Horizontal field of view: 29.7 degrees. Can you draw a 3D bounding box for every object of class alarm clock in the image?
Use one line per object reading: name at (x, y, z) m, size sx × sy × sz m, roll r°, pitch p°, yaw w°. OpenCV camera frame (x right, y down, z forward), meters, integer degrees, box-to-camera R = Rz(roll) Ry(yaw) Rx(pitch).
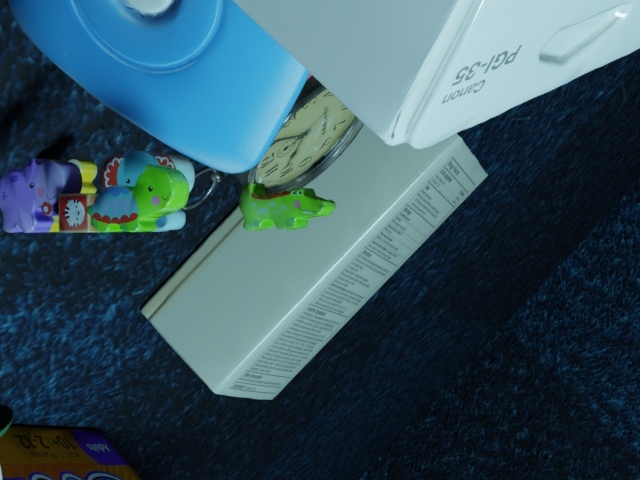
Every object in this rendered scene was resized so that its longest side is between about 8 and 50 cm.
alarm clock at (-0.037, -0.085, 0.931) m, size 0.192 × 0.064 × 0.129 m, roll -39°, pitch 161°, yaw -23°

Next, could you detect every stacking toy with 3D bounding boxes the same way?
stacking toy at (-0.013, -0.183, 0.681) m, size 0.302 × 0.175 × 0.166 m, roll -40°, pitch 163°, yaw -52°
stacking toy at (-0.127, -0.030, 0.680) m, size 0.167 × 0.221 × 0.052 m, roll -2°, pitch 92°, yaw -63°

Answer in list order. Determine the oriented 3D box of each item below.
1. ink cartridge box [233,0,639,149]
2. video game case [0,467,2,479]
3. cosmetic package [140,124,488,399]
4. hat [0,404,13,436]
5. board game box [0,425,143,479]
ink cartridge box at (0.015, -0.190, 0.472) m, size 0.207 × 0.283 × 0.117 m, roll -27°, pitch 155°, yaw -43°
video game case at (-0.332, 0.171, 0.741) m, size 0.201 × 0.023 × 0.183 m, roll -14°, pitch 176°, yaw 28°
cosmetic package at (0.000, 0.000, 1.114) m, size 0.309 × 0.113 × 0.160 m, roll -47°, pitch 162°, yaw 4°
hat at (-0.287, 0.044, 0.736) m, size 0.173 × 0.183 × 0.208 m, roll -15°, pitch -170°, yaw -38°
board game box at (-0.275, 0.404, 1.006) m, size 0.356 × 0.356 × 0.356 m, roll -46°, pitch 162°, yaw 4°
